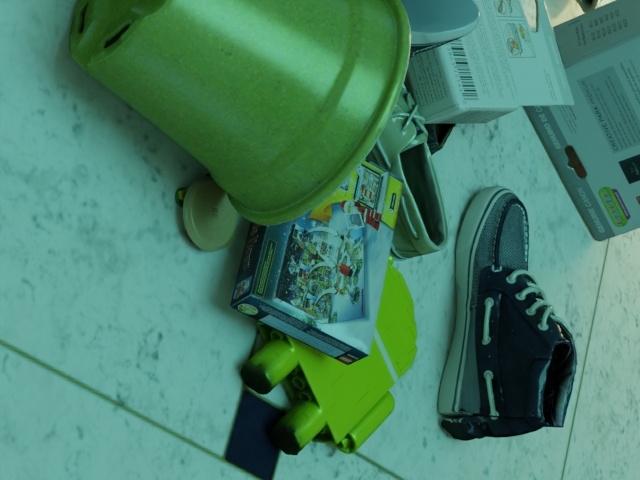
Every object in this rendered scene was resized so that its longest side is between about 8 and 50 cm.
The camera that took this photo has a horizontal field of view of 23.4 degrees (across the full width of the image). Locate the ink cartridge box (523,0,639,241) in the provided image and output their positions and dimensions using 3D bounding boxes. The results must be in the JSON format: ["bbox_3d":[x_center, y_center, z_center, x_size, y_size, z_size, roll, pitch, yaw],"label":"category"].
[{"bbox_3d":[0.457,-0.183,2.208,0.309,0.272,0.130,58,21,-30],"label":"ink cartridge box"}]

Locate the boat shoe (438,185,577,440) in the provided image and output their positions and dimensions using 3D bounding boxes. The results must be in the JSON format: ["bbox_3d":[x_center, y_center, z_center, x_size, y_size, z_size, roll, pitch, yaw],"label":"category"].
[{"bbox_3d":[0.260,0.091,1.975,0.127,0.158,0.340,23,70,-47],"label":"boat shoe"}]

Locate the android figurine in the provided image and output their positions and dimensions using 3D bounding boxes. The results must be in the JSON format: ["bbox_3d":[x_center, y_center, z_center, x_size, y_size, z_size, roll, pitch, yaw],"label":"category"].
[{"bbox_3d":[0.020,0.115,1.766,0.273,0.056,0.248,-45,119,-39],"label":"android figurine"}]

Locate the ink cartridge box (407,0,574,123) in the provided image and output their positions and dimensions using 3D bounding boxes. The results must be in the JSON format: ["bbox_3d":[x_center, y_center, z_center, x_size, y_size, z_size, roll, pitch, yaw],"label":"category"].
[{"bbox_3d":[0.186,-0.295,1.939,0.261,0.066,0.296,-6,78,-49],"label":"ink cartridge box"}]

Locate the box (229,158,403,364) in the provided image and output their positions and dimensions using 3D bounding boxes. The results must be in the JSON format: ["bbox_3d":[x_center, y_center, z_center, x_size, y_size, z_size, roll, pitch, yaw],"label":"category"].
[{"bbox_3d":[0.000,0.000,1.702,0.159,0.044,0.233,28,56,-24],"label":"box"}]

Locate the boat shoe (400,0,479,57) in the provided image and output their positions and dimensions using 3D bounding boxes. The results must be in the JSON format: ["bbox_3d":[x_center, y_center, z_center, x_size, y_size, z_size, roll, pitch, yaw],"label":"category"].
[{"bbox_3d":[0.066,-0.229,1.754,0.076,0.229,0.080,90,-14,-54],"label":"boat shoe"}]

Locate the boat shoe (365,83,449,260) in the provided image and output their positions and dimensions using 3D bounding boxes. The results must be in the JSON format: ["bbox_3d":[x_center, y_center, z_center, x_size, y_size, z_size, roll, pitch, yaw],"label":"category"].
[{"bbox_3d":[0.086,-0.124,1.835,0.109,0.094,0.302,-30,108,-47],"label":"boat shoe"}]

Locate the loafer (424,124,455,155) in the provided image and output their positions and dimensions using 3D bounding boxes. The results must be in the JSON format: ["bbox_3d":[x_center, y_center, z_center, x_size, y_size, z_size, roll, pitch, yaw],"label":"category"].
[{"bbox_3d":[0.156,-0.162,1.947,0.062,0.061,0.170,52,50,-32],"label":"loafer"}]

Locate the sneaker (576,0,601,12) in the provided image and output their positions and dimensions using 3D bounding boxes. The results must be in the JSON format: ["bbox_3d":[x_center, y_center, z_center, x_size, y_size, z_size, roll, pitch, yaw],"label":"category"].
[{"bbox_3d":[0.359,-0.407,2.204,0.185,0.070,0.083,43,51,-38],"label":"sneaker"}]

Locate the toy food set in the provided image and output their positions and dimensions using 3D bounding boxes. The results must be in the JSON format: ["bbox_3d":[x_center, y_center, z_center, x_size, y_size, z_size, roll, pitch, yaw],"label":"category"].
[{"bbox_3d":[-0.119,-0.029,1.641,0.083,0.020,0.082,-16,99,-49],"label":"toy food set"}]

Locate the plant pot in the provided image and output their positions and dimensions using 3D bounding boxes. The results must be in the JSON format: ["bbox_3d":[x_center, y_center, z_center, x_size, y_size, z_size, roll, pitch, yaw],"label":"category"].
[{"bbox_3d":[-0.097,-0.192,1.526,0.254,0.276,0.276,29,65,-32],"label":"plant pot"}]
